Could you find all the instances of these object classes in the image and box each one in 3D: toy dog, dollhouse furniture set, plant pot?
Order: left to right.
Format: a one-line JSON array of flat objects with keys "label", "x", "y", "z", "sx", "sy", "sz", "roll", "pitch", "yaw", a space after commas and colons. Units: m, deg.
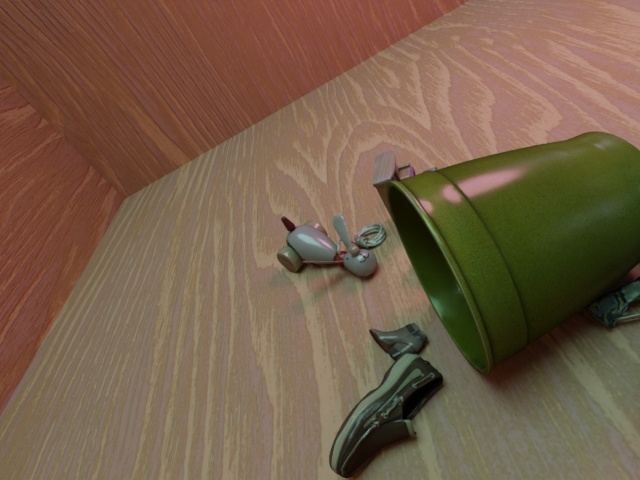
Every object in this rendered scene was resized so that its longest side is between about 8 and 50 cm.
[{"label": "toy dog", "x": 0.000, "y": 0.000, "z": 1.142, "sx": 0.334, "sy": 0.160, "sz": 0.220, "roll": -8, "pitch": 42, "yaw": 33}, {"label": "dollhouse furniture set", "x": 0.323, "y": -0.186, "z": 1.070, "sx": 0.304, "sy": 0.198, "sz": 0.286, "roll": -15, "pitch": 39, "yaw": 25}, {"label": "plant pot", "x": 0.354, "y": -0.012, "z": 0.712, "sx": 0.353, "sy": 0.366, "sz": 0.366, "roll": -25, "pitch": 35, "yaw": 3}]

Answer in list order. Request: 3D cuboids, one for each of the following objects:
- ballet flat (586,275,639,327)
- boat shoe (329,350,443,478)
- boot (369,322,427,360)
[{"label": "ballet flat", "x": 0.548, "y": 0.088, "z": 0.681, "sx": 0.189, "sy": 0.070, "sz": 0.070, "roll": -32, "pitch": 34, "yaw": 7}, {"label": "boat shoe", "x": 0.124, "y": 0.314, "z": 0.718, "sx": 0.095, "sy": 0.095, "sz": 0.257, "roll": 22, "pitch": 62, "yaw": 44}, {"label": "boot", "x": 0.168, "y": 0.204, "z": 0.867, "sx": 0.087, "sy": 0.042, "sz": 0.118, "roll": -33, "pitch": 35, "yaw": -10}]
